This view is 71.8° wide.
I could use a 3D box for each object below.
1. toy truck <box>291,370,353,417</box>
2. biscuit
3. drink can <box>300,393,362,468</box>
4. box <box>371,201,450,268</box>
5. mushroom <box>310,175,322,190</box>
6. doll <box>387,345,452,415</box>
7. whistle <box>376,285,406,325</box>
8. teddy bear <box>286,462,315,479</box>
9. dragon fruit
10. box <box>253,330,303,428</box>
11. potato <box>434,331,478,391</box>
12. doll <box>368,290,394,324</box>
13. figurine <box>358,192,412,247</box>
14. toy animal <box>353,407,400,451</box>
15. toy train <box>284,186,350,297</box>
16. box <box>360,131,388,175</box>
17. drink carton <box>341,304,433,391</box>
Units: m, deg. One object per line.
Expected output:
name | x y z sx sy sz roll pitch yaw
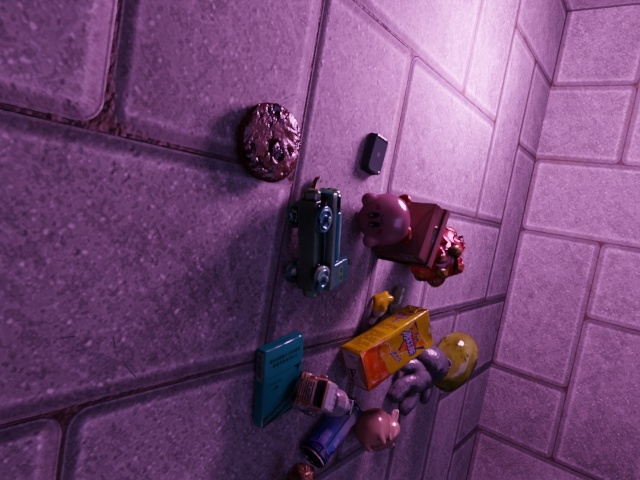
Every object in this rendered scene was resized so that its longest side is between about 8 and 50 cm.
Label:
toy truck | 0.014 0.467 1.305 0.257 0.140 0.108 68 35 -61
biscuit | -0.114 -0.228 1.034 0.192 0.049 0.192 -17 111 -52
drink can | 0.041 0.631 1.476 0.235 0.097 0.097 -41 131 -39
box | 0.303 -0.025 1.513 0.086 0.215 0.215 33 75 -40
mushroom | -0.010 -0.128 1.227 0.049 0.019 0.101 -22 123 -45
doll | 0.418 0.595 1.951 0.340 0.158 0.246 -45 103 -16
whistle | 0.278 0.300 1.707 0.126 0.067 0.258 35 71 -52
teddy bear | -0.009 0.815 1.362 0.222 0.246 0.296 1 130 -35
dragon fruit | 0.462 0.041 1.734 0.307 0.227 0.243 -62 146 -23
box | -0.115 0.383 1.232 0.160 0.042 0.227 -12 110 -51
potato | 0.656 0.596 2.187 0.304 0.215 0.216 -54 139 -13
doll | 0.213 0.248 1.617 0.135 0.071 0.113 -58 159 -14
figurine | 0.202 -0.067 1.407 0.173 0.173 0.173 -21 117 -48
toy animal | 0.215 0.721 1.689 0.250 0.166 0.154 47 21 -55
toy train | 0.000 0.000 1.203 0.194 0.120 0.298 -26 123 -54
box | 0.174 -0.275 1.412 0.091 0.031 0.126 17 88 -53
drink carton | 0.247 0.372 1.575 0.351 0.111 0.155 -23 109 -33
